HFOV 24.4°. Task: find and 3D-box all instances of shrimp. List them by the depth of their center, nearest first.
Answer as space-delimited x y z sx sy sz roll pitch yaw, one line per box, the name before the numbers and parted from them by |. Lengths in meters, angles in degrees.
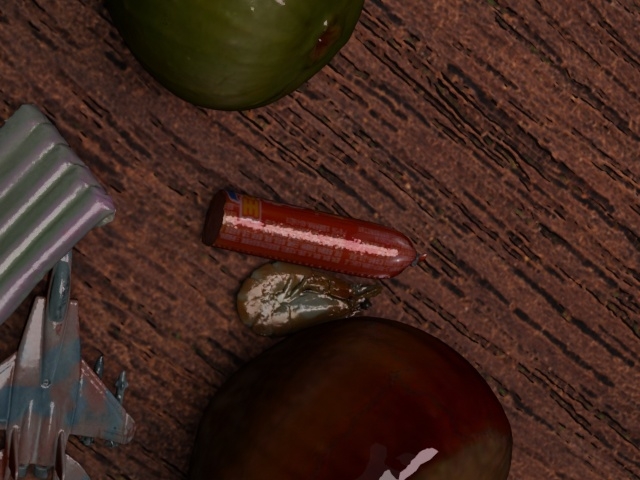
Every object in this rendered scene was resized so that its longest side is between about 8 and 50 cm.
shrimp | -0.011 0.070 1.782 0.184 0.043 0.091 0 92 -16

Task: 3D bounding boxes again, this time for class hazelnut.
hazelnut | 0.024 0.284 1.677 0.359 0.359 0.409 44 87 -16

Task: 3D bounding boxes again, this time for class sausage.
sausage | 0.000 0.000 1.762 0.274 0.074 0.074 13 92 -18

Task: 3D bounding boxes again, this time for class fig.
fig | -0.109 -0.306 1.602 0.316 0.316 0.316 -2 96 -17

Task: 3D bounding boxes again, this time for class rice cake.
rice cake | -0.340 -0.028 1.630 0.198 0.037 0.189 -40 68 -4

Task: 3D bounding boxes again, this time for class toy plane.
toy plane | -0.309 0.131 1.669 0.223 0.104 0.326 7 89 -18
